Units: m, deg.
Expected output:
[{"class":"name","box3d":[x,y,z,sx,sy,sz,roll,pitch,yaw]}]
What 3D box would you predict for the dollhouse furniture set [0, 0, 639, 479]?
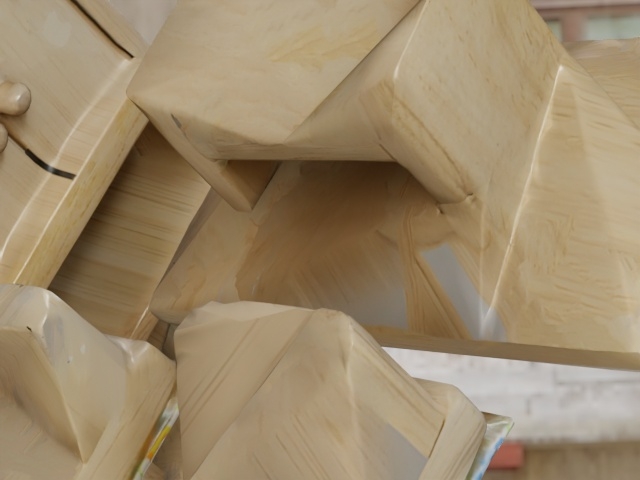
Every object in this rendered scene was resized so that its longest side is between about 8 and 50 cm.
[{"class":"dollhouse furniture set","box3d":[0.000,0.000,0.680,0.256,0.394,0.362,45,62,-36]}]
